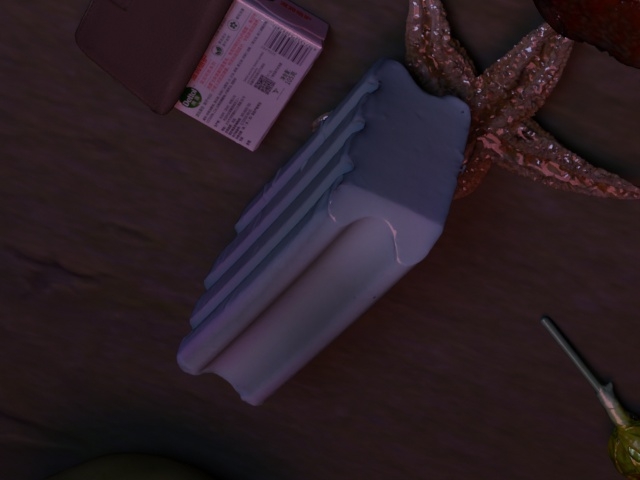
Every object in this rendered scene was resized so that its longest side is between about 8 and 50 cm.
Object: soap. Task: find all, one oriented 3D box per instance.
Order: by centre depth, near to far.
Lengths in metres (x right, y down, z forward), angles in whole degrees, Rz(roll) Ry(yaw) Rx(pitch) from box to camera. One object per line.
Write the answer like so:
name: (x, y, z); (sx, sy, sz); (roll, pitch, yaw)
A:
soap: (0.000, 0.000, 1.315); (0.095, 0.173, 0.289); (30, 138, -14)

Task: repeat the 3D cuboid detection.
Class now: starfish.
starfish: (0.145, -0.113, 1.305); (0.295, 0.048, 0.231); (17, 127, 6)

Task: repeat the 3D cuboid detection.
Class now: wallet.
wallet: (-0.133, -0.192, 1.294); (0.118, 0.039, 0.152); (42, 125, 10)

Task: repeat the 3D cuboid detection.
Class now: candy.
candy: (0.262, 0.144, 1.469); (0.062, 0.058, 0.194); (-33, 104, 18)

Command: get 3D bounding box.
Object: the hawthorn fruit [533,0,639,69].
hawthorn fruit: (0.253, -0.237, 1.139); (0.181, 0.181, 0.235); (25, 120, -7)

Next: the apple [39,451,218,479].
apple: (-0.183, 0.392, 1.538); (0.357, 0.357, 0.357); (5, 124, 7)

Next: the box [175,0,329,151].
box: (-0.061, -0.147, 1.327); (0.089, 0.043, 0.125); (31, 124, -11)
